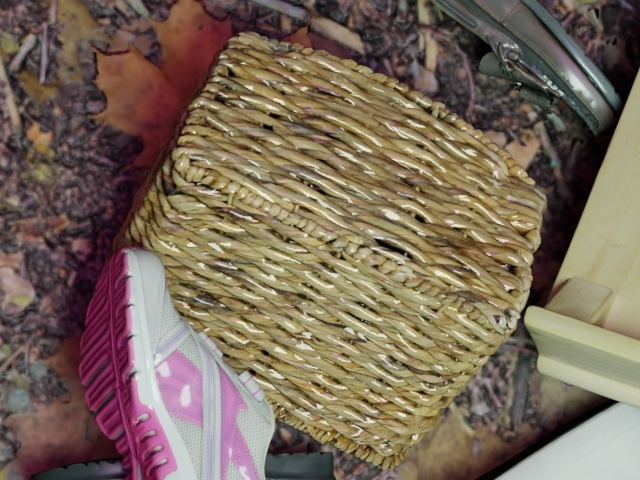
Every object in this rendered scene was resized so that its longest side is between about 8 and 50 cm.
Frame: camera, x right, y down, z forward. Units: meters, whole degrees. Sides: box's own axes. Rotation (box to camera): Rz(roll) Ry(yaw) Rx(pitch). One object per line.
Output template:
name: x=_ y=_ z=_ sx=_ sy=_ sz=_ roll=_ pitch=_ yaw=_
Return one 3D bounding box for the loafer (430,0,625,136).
loafer: x=0.146 y=-0.181 z=1.287 sx=0.084 sy=0.096 sz=0.267 roll=-42 pitch=85 yaw=6

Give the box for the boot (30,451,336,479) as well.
boot: x=-0.096 y=0.268 z=1.157 sx=0.246 sy=0.094 sz=0.207 roll=1 pitch=78 yaw=-18

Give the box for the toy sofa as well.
toy sofa: x=0.302 y=-0.040 z=1.214 sx=0.150 sy=0.177 sz=0.363 roll=18 pitch=74 yaw=22

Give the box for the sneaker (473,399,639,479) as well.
sneaker: x=0.166 y=0.238 z=1.210 sx=0.290 sy=0.106 sz=0.123 roll=-27 pitch=86 yaw=-15

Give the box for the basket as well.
basket: x=0.000 y=0.000 z=1.218 sx=0.299 sy=0.223 sz=0.213 roll=26 pitch=45 yaw=-7

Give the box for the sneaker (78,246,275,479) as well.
sneaker: x=-0.097 y=0.123 z=1.098 sx=0.111 sy=0.103 sz=0.252 roll=-9 pitch=78 yaw=-33
